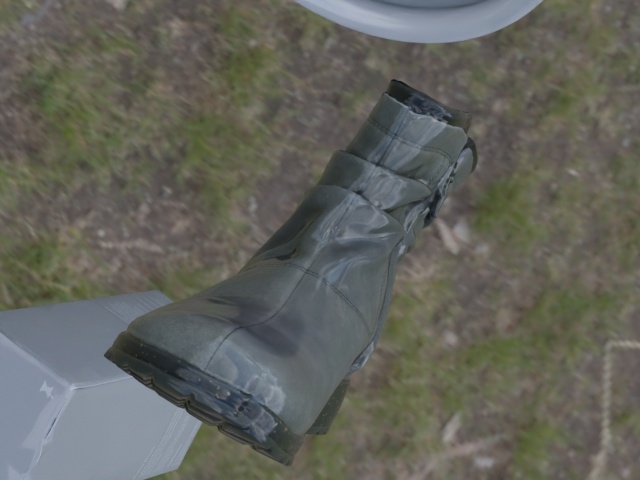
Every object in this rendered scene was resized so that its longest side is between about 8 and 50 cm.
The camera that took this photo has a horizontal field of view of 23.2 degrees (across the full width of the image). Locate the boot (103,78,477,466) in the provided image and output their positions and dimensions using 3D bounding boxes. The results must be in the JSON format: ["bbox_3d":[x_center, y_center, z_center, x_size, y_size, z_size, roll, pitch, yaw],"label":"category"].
[{"bbox_3d":[0.000,0.000,0.650,0.161,0.083,0.246,-60,172,2],"label":"boot"}]

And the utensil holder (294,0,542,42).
[{"bbox_3d":[0.111,-0.397,1.195,0.385,0.328,0.327,-58,134,-36],"label":"utensil holder"}]

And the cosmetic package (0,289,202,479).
[{"bbox_3d":[-0.178,0.120,1.187,0.127,0.107,0.238,-60,155,14],"label":"cosmetic package"}]
